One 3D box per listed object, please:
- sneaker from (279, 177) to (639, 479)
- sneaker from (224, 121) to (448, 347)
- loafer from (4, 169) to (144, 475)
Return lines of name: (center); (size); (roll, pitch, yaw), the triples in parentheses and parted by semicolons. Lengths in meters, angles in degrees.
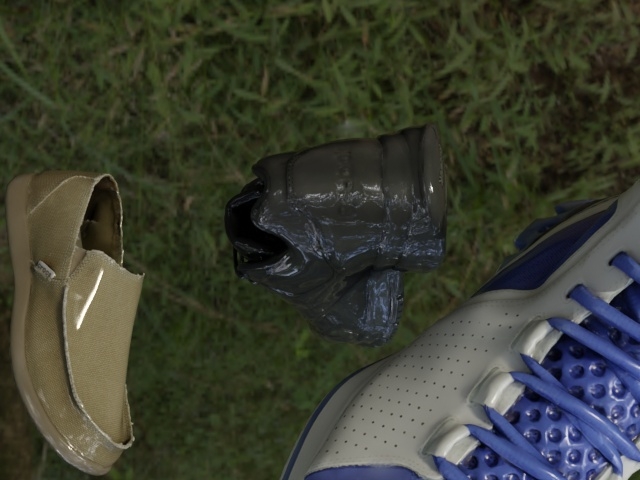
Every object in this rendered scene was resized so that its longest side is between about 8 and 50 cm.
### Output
sneaker: (0.117, 0.051, 0.482); (0.127, 0.315, 0.182); (46, 147, 0)
sneaker: (0.000, 0.000, 0.735); (0.130, 0.109, 0.286); (-1, 158, -6)
loafer: (-0.105, 0.029, 0.485); (0.050, 0.148, 0.056); (-22, 158, 13)
